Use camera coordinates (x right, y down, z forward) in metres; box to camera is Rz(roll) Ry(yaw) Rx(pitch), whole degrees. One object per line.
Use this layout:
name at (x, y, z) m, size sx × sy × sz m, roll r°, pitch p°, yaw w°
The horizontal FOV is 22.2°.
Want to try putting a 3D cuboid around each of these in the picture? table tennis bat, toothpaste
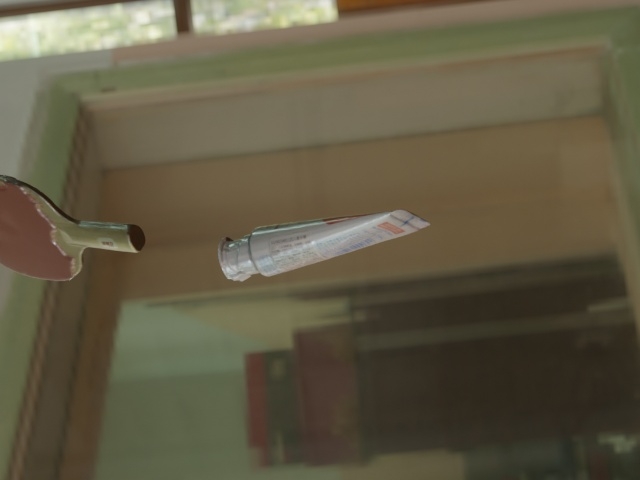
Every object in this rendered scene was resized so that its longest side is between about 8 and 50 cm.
table tennis bat at (-0.266, -0.010, 1.585) m, size 0.022 × 0.234 × 0.131 m, roll -53°, pitch -47°, yaw -37°
toothpaste at (0.000, 0.000, 1.815) m, size 0.089 × 0.234 × 0.057 m, roll 22°, pitch -120°, yaw -62°
